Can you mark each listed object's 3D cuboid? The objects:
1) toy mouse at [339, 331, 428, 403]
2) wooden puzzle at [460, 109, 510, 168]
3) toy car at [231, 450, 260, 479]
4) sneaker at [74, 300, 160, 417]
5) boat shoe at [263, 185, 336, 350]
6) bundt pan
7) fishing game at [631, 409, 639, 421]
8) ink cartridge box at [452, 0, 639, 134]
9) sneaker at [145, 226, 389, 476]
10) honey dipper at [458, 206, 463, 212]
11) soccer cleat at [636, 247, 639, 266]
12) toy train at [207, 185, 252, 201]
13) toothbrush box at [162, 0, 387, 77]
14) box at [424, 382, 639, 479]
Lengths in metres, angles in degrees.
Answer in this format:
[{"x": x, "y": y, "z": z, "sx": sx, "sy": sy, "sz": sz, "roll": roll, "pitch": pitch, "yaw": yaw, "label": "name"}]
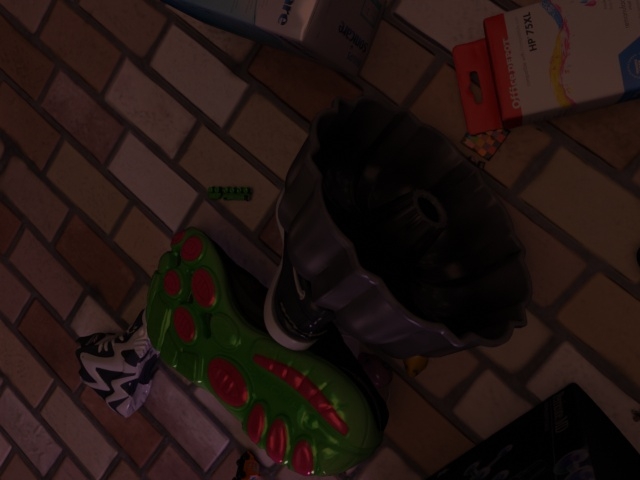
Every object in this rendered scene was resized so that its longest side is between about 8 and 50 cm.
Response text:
[{"x": 0.089, "y": 0.165, "z": 0.836, "sx": 0.143, "sy": 0.031, "sz": 0.161, "roll": 21, "pitch": 101, "yaw": 19, "label": "toy mouse"}, {"x": 0.229, "y": -0.144, "z": 0.774, "sx": 0.049, "sy": 0.006, "sz": 0.083, "roll": 38, "pitch": 105, "yaw": 15, "label": "wooden puzzle"}, {"x": -0.101, "y": 0.356, "z": 0.913, "sx": 0.041, "sy": 0.060, "sz": 0.122, "roll": 27, "pitch": 113, "yaw": -15, "label": "toy car"}, {"x": -0.359, "y": 0.179, "z": 0.978, "sx": 0.153, "sy": 0.094, "sz": 0.235, "roll": 25, "pitch": 112, "yaw": 10, "label": "sneaker"}, {"x": 0.000, "y": 0.000, "z": 0.742, "sx": 0.091, "sy": 0.114, "sz": 0.302, "roll": -44, "pitch": 33, "yaw": 40, "label": "boat shoe"}, {"x": 0.089, "y": -0.005, "z": 0.656, "sx": 0.124, "sy": 0.331, "sz": 0.331, "roll": -43, "pitch": 78, "yaw": 40, "label": "bundt pan"}, {"x": 0.520, "y": 0.261, "z": 0.633, "sx": 0.264, "sy": 0.041, "sz": 0.189, "roll": 45, "pitch": 133, "yaw": 16, "label": "fishing game"}, {"x": 0.289, "y": -0.225, "z": 0.703, "sx": 0.231, "sy": 0.078, "sz": 0.134, "roll": -11, "pitch": 89, "yaw": 19, "label": "ink cartridge box"}, {"x": -0.095, "y": 0.154, "z": 0.830, "sx": 0.483, "sy": 0.202, "sz": 0.185, "roll": 41, "pitch": 99, "yaw": 32, "label": "sneaker"}, {"x": 0.166, "y": -0.018, "z": 0.798, "sx": 0.161, "sy": 0.030, "sz": 0.030, "roll": -43, "pitch": 78, "yaw": 22, "label": "honey dipper"}, {"x": 0.459, "y": 0.068, "z": 0.662, "sx": 0.179, "sy": 0.072, "sz": 0.060, "roll": 47, "pitch": 108, "yaw": 12, "label": "soccer cleat"}, {"x": -0.150, "y": -0.078, "z": 0.922, "sx": 0.083, "sy": 0.017, "sz": 0.023, "roll": 4, "pitch": 105, "yaw": 21, "label": "toy train"}, {"x": -0.085, "y": -0.348, "z": 0.772, "sx": 0.296, "sy": 0.216, "sz": 0.126, "roll": 26, "pitch": 103, "yaw": 19, "label": "toothbrush box"}, {"x": 0.219, "y": 0.400, "z": 0.661, "sx": 0.395, "sy": 0.293, "sz": 0.212, "roll": -42, "pitch": 79, "yaw": 18, "label": "box"}]
